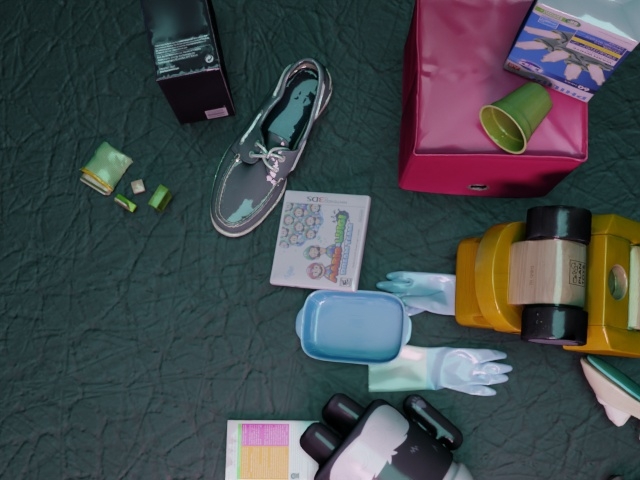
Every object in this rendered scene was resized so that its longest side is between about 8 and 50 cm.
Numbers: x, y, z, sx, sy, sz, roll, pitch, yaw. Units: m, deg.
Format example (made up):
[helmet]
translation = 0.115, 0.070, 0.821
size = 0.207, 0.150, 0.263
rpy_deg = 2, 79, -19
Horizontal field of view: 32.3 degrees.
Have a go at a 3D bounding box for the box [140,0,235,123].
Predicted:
[box]
translation = -0.204, -0.304, 1.701
size = 0.103, 0.261, 0.184
rpy_deg = -10, 81, -1

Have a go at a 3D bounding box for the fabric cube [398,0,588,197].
[fabric cube]
translation = 0.257, -0.217, 1.689
size = 0.254, 0.258, 0.259
rpy_deg = 3, 82, 0

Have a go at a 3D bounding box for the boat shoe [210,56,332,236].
[boat shoe]
translation = -0.084, -0.155, 1.761
size = 0.116, 0.099, 0.319
rpy_deg = 30, 83, 4

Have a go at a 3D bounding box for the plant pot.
[plant pot]
translation = 0.276, -0.176, 1.519
size = 0.079, 0.083, 0.083
rpy_deg = -42, 84, -17

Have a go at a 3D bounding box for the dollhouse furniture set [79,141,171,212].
[dollhouse furniture set]
translation = -0.315, -0.098, 1.775
size = 0.151, 0.058, 0.076
rpy_deg = 32, 83, 4

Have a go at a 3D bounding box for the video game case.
[video game case]
translation = 0.000, 0.000, 1.752
size = 0.143, 0.019, 0.157
rpy_deg = 5, 76, 18

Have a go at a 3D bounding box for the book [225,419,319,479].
[book]
translation = -0.074, 0.329, 1.728
size = 0.144, 0.035, 0.096
rpy_deg = 1, 79, 0

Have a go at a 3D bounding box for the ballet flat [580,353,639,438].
[ballet flat]
translation = 0.499, 0.268, 1.713
size = 0.248, 0.086, 0.086
rpy_deg = 29, 83, 3

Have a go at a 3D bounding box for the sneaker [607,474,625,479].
[sneaker]
translation = 0.519, 0.405, 1.697
size = 0.178, 0.072, 0.077
rpy_deg = 15, 72, -3

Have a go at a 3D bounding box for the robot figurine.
[robot figurine]
translation = 0.102, 0.351, 1.656
size = 0.278, 0.173, 0.209
rpy_deg = 38, 107, 5

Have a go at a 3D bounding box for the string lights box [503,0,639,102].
[string lights box]
translation = 0.331, -0.271, 1.436
size = 0.133, 0.260, 0.077
rpy_deg = 23, 82, 4

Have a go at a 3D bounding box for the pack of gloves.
[pack of gloves]
translation = 0.193, 0.145, 1.745
size = 0.232, 0.046, 0.195
rpy_deg = 2, 81, 1

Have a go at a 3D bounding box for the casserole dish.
[casserole dish]
translation = 0.055, 0.136, 1.731
size = 0.188, 0.037, 0.114
rpy_deg = 2, 82, 20

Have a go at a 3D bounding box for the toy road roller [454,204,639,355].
[toy road roller]
translation = 0.355, 0.066, 1.693
size = 0.329, 0.240, 0.202
rpy_deg = 12, 79, -41
